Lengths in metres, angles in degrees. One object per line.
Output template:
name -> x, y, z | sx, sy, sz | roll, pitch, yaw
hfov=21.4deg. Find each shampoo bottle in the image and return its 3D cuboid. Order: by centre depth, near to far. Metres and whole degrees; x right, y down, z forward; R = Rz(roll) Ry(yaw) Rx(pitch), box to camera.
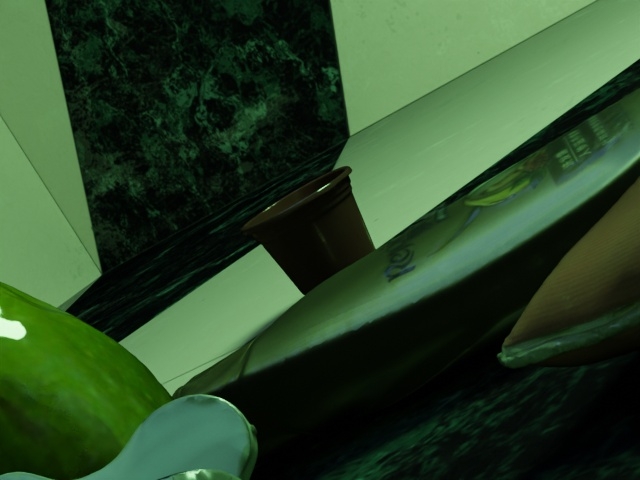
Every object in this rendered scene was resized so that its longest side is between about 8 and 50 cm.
shampoo bottle -> 0.076, 0.027, 0.966 | 0.350, 0.084, 0.125 | -31, 9, 12

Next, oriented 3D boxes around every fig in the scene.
fig -> -0.188, 0.088, 0.876 | 0.206, 0.275, 0.206 | -30, 6, 3

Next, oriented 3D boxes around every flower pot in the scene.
flower pot -> 0.000, 0.000, 1.476 | 0.111, 0.089, 0.111 | -30, 7, 4

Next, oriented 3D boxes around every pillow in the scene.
pillow -> 0.180, -0.004, 0.743 | 0.171, 0.075, 0.179 | -26, 8, 43

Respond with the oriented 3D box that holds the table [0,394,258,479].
table -> -0.097, 0.150, 0.589 | 0.198, 0.167, 0.166 | -24, 7, 1
